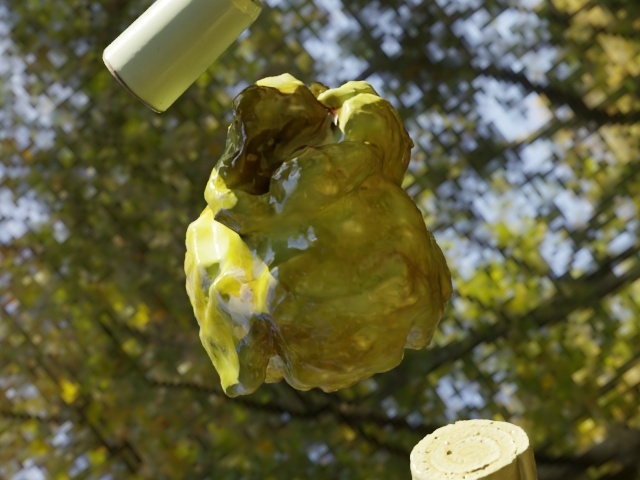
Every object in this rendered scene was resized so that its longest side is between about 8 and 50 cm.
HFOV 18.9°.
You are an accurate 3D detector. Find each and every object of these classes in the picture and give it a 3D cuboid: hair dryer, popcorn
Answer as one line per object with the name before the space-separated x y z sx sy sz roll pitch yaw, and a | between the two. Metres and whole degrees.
hair dryer | -0.115 -0.199 1.707 0.073 0.131 0.236 45 -169 -11
popcorn | -0.002 -0.002 1.681 0.225 0.276 0.276 -31 -97 -42

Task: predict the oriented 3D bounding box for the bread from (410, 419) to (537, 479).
bread | 0.185 0.306 2.287 0.134 0.148 0.141 33 138 57

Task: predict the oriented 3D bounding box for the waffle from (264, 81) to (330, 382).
waffle | -0.030 0.002 1.999 0.062 0.329 0.329 10 -137 -32
